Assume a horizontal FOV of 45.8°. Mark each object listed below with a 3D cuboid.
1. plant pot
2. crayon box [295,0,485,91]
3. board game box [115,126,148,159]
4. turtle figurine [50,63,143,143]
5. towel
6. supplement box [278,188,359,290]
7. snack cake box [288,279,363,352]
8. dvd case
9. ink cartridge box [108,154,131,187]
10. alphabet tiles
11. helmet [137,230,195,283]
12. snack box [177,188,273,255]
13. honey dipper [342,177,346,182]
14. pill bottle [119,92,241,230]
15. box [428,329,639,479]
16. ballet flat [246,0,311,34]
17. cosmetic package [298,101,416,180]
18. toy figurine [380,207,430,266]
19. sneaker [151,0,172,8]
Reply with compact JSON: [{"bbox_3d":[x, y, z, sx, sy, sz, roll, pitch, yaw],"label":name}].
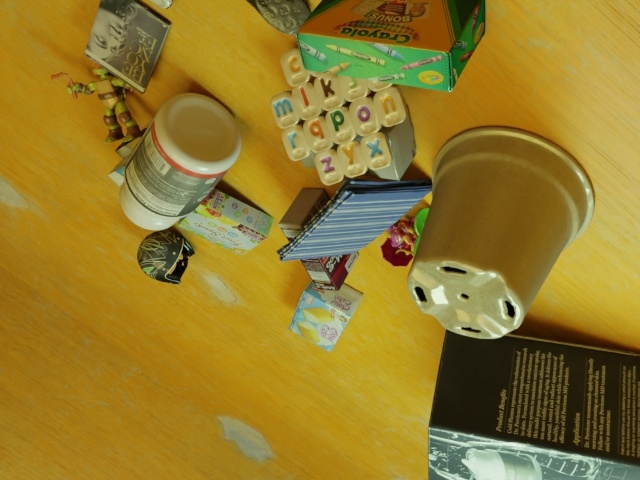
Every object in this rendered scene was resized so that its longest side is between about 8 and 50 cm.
[{"bbox_3d":[0.321,0.007,1.457,0.333,0.305,0.334,21,145,15],"label":"plant pot"},{"bbox_3d":[0.120,-0.351,1.284,0.278,0.165,0.081,15,144,25],"label":"crayon box"},{"bbox_3d":[-0.428,-0.191,2.071,0.165,0.042,0.243,-14,126,49],"label":"board game box"},{"bbox_3d":[-0.530,-0.354,1.884,0.269,0.087,0.217,-4,112,20],"label":"turtle figurine"},{"bbox_3d":[0.073,-0.046,1.691,0.336,0.243,0.040,-42,59,49],"label":"towel"},{"bbox_3d":[0.000,0.000,1.888,0.073,0.130,0.239,5,139,36],"label":"supplement box"},{"bbox_3d":[0.011,0.209,2.197,0.152,0.089,0.264,30,148,5],"label":"snack cake box"},{"bbox_3d":[-0.440,-0.454,1.712,0.164,0.018,0.221,34,137,-4],"label":"dvd case"},{"bbox_3d":[-0.480,-0.147,2.074,0.180,0.060,0.104,46,144,-21],"label":"ink cartridge box"},{"bbox_3d":[0.032,-0.259,1.484,0.284,0.021,0.278,-16,98,35],"label":"alphabet tiles"},{"bbox_3d":[-0.480,0.047,2.324,0.169,0.169,0.161,12,159,29],"label":"helmet"},{"bbox_3d":[-0.259,-0.050,2.052,0.207,0.070,0.174,28,150,-20],"label":"snack box"},{"bbox_3d":[0.024,-0.176,1.731,0.030,0.030,0.161,-6,136,44],"label":"honey dipper"},{"bbox_3d":[-0.355,-0.178,1.842,0.210,0.210,0.363,38,141,-10],"label":"pill bottle"},{"bbox_3d":[0.520,0.481,1.872,0.471,0.297,0.480,9,142,15],"label":"box"},{"bbox_3d":[-0.121,-0.476,1.429,0.249,0.058,0.084,31,113,-8],"label":"ballet flat"},{"bbox_3d":[0.069,-0.213,1.572,0.237,0.107,0.127,12,139,33],"label":"cosmetic package"},{"bbox_3d":[0.203,0.006,1.764,0.159,0.130,0.173,3,117,51],"label":"toy figurine"},{"bbox_3d":[-0.384,-0.537,1.536,0.190,0.083,0.071,44,144,-20],"label":"sneaker"}]
